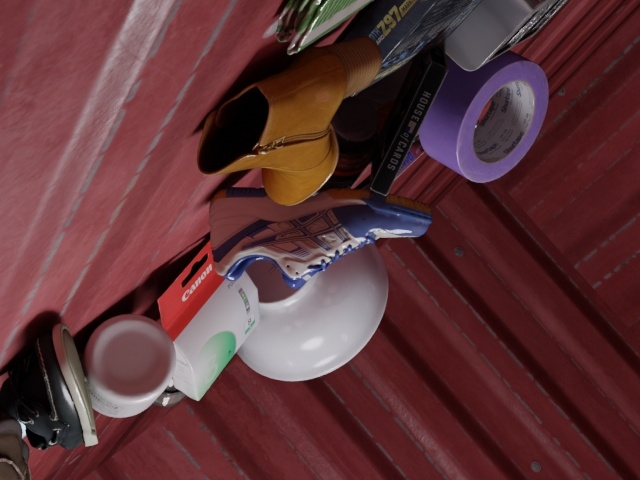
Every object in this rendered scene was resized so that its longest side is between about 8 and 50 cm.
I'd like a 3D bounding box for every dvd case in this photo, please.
[{"bbox_3d":[0.114,-0.168,1.794,0.238,0.030,0.179,-77,-168,-74],"label":"dvd case"}]

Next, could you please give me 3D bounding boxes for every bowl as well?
[{"bbox_3d":[-0.048,0.070,2.249,0.298,0.298,0.134,-41,142,0],"label":"bowl"}]

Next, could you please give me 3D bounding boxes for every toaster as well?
[{"bbox_3d":[0.244,-0.323,1.783,0.168,0.110,0.185,-35,171,-48],"label":"toaster"}]

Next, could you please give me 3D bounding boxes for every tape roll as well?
[{"bbox_3d":[0.233,-0.183,1.949,0.189,0.080,0.189,-28,136,-31],"label":"tape roll"}]

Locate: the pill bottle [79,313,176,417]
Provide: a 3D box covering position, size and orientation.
[{"bbox_3d":[-0.294,0.194,2.031,0.131,0.131,0.229,-38,177,-21],"label":"pill bottle"}]

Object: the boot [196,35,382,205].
[{"bbox_3d":[-0.063,-0.111,1.546,0.211,0.104,0.295,-29,162,-40],"label":"boot"}]

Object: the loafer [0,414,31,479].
[{"bbox_3d":[-0.433,0.311,1.764,0.134,0.130,0.366,-11,165,-2],"label":"loafer"}]

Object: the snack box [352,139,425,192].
[{"bbox_3d":[0.090,-0.092,1.918,0.064,0.022,0.178,-31,-174,32],"label":"snack box"}]

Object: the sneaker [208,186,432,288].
[{"bbox_3d":[0.000,0.000,1.792,0.296,0.131,0.112,0,172,14],"label":"sneaker"}]

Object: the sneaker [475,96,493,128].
[{"bbox_3d":[0.164,-0.183,2.071,0.235,0.153,0.094,-43,172,16],"label":"sneaker"}]

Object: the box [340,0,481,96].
[{"bbox_3d":[0.126,-0.278,1.622,0.233,0.059,0.183,-35,171,-47],"label":"box"}]

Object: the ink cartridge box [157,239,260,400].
[{"bbox_3d":[-0.162,0.107,2.057,0.181,0.056,0.224,-52,157,-33],"label":"ink cartridge box"}]

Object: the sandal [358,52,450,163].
[{"bbox_3d":[0.132,-0.204,1.980,0.265,0.102,0.076,-42,171,-4],"label":"sandal"}]

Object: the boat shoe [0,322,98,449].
[{"bbox_3d":[-0.364,0.204,1.803,0.113,0.127,0.340,-12,164,-9],"label":"boat shoe"}]

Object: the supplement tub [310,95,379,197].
[{"bbox_3d":[0.012,-0.118,1.841,0.106,0.106,0.198,-37,173,-30],"label":"supplement tub"}]

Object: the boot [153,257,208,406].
[{"bbox_3d":[-0.199,0.127,2.208,0.263,0.091,0.229,-67,178,-65],"label":"boot"}]

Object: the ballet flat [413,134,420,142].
[{"bbox_3d":[0.216,-0.202,2.724,0.057,0.049,0.173,-34,171,-39],"label":"ballet flat"}]

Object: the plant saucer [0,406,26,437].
[{"bbox_3d":[-0.448,0.260,2.016,0.195,0.037,0.195,-40,173,-6],"label":"plant saucer"}]

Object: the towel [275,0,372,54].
[{"bbox_3d":[0.091,-0.320,1.254,0.248,0.038,0.325,-38,171,-34],"label":"towel"}]
